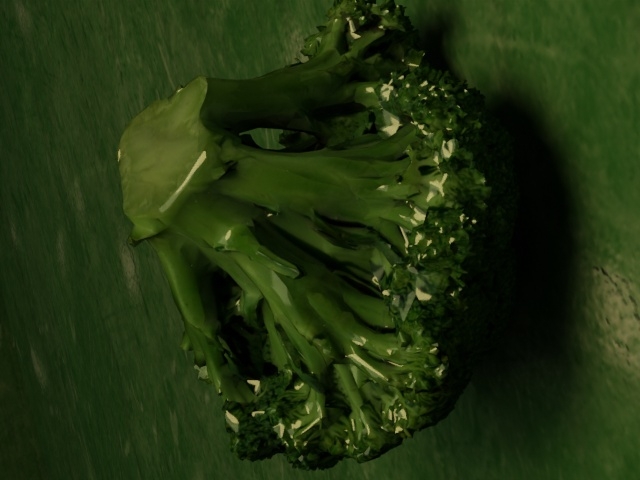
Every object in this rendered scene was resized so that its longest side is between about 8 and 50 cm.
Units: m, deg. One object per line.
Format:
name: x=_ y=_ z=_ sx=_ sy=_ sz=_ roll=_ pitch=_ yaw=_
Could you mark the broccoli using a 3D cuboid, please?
broccoli: x=0.000 y=0.000 z=0.729 sx=0.269 sy=0.241 sz=0.262 roll=-33 pitch=47 yaw=33
